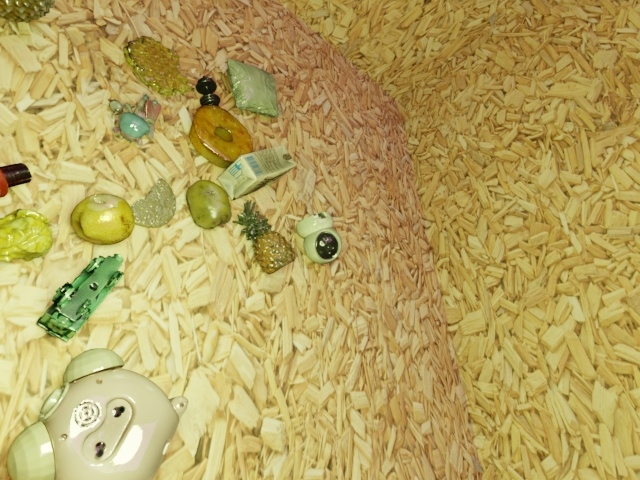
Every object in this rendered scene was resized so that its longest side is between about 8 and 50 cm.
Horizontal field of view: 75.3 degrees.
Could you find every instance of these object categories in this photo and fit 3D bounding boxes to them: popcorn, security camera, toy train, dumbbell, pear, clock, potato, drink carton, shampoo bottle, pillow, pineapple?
[{"bbox_3d":[-0.823,-0.001,1.097,0.195,0.168,0.174,-14,112,-41],"label":"popcorn"},{"bbox_3d":[0.000,0.000,2.004,0.194,0.194,0.236,-8,76,-50],"label":"security camera"},{"bbox_3d":[-0.667,0.143,1.173,0.115,0.154,0.269,42,40,-21],"label":"toy train"},{"bbox_3d":[-0.533,-0.696,1.965,0.099,0.099,0.208,3,64,-47],"label":"dumbbell"},{"bbox_3d":[-0.681,-0.066,1.298,0.178,0.178,0.178,28,46,-33],"label":"pear"},{"bbox_3d":[-0.553,0.479,1.060,0.326,0.184,0.342,37,36,-18],"label":"clock"},{"bbox_3d":[-0.441,-0.143,1.643,0.154,0.137,0.200,-18,80,-51],"label":"potato"},{"bbox_3d":[-0.285,-0.312,1.891,0.132,0.194,0.324,58,37,-2],"label":"drink carton"},{"bbox_3d":[-0.937,-0.152,1.120,0.104,0.104,0.278,56,37,-3],"label":"shampoo bottle"},{"bbox_3d":[-0.352,-0.797,2.213,0.310,0.138,0.283,0,73,-46],"label":"pillow"},{"bbox_3d":[-0.249,-0.026,1.765,0.169,0.169,0.340,-24,81,-53],"label":"pineapple"}]

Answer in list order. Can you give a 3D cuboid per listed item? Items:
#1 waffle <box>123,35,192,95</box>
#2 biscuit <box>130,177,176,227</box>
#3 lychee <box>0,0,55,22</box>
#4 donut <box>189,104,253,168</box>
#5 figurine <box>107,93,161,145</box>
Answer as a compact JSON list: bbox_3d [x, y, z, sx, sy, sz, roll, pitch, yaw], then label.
[{"bbox_3d":[-0.720,-0.779,1.849,0.301,0.058,0.281,54,39,-7],"label":"waffle"},{"bbox_3d":[-0.604,-0.124,1.535,0.133,0.032,0.250,44,38,-19],"label":"biscuit"},{"bbox_3d":[-1.058,-0.914,1.306,0.432,0.380,0.380,58,33,-31],"label":"lychee"},{"bbox_3d":[-0.456,-0.456,1.871,0.303,0.110,0.303,27,47,-33],"label":"donut"},{"bbox_3d":[-0.719,-0.496,1.609,0.205,0.103,0.260,34,44,-28],"label":"figurine"}]
